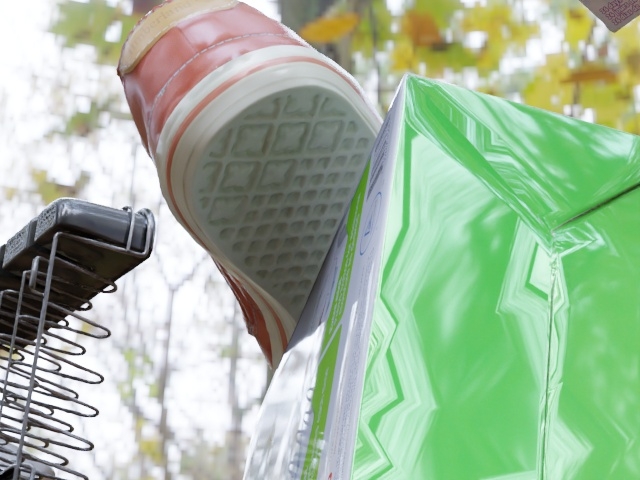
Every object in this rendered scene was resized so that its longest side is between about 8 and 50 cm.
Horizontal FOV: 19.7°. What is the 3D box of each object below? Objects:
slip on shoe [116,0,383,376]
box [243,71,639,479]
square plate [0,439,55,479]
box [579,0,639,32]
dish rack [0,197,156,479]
[{"bbox_3d":[0.000,0.000,0.856,0.123,0.101,0.331,-36,-36,-2],"label":"slip on shoe"},{"bbox_3d":[0.038,0.117,0.668,0.127,0.262,0.231,15,-41,-7],"label":"box"},{"bbox_3d":[-0.400,0.255,1.463,0.344,0.049,0.347,24,-65,13],"label":"square plate"},{"bbox_3d":[0.188,-0.255,0.941,0.201,0.057,0.293,39,-44,-17],"label":"box"},{"bbox_3d":[-0.200,0.116,1.181,0.074,0.271,0.208,21,-31,-25],"label":"dish rack"}]
